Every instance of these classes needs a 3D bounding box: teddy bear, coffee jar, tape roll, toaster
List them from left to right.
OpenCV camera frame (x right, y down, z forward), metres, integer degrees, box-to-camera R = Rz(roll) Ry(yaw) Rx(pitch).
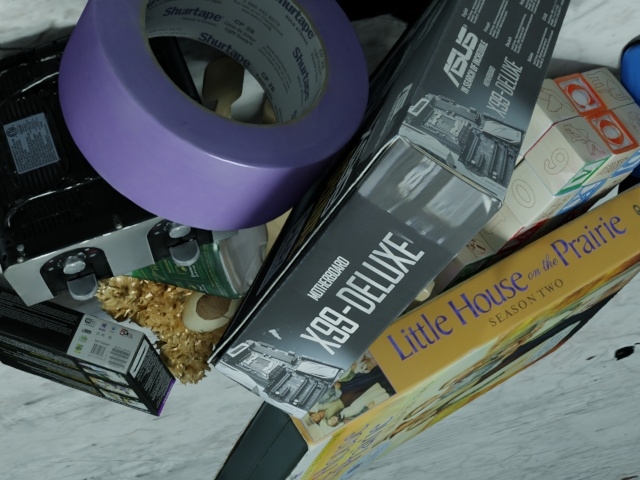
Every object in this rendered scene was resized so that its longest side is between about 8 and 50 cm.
[{"bbox_3d":[-0.163,-0.060,0.966,0.168,0.185,0.110,-20,158,-9],"label":"toaster"},{"bbox_3d":[-0.140,-0.013,1.082,0.184,0.079,0.096,9,142,21],"label":"coffee jar"},{"bbox_3d":[-0.069,-0.106,0.888,0.189,0.189,0.080,0,150,-29],"label":"tape roll"},{"bbox_3d":[-0.065,0.057,1.314,0.245,0.113,0.338,-20,154,4],"label":"teddy bear"}]

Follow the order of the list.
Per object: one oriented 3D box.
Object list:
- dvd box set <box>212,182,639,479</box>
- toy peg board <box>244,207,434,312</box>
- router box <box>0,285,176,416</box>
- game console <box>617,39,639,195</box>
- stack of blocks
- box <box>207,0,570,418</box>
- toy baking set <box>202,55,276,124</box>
[{"bbox_3d":[0.106,0.114,1.233,0.420,0.062,0.307,-27,163,-27],"label":"dvd box set"},{"bbox_3d":[0.000,0.000,1.145,0.161,0.079,0.161,37,143,-12],"label":"toy peg board"},{"bbox_3d":[-0.237,0.102,1.282,0.179,0.046,0.133,17,159,14],"label":"router box"},{"bbox_3d":[0.430,-0.080,1.214,0.293,0.173,0.250,18,-161,27],"label":"game console"},{"bbox_3d":[0.143,-0.017,1.210,0.171,0.087,0.297,-18,157,-45],"label":"stack of blocks"},{"bbox_3d":[0.058,-0.060,0.916,0.076,0.307,0.242,33,133,-6],"label":"box"},{"bbox_3d":[-0.023,-0.102,1.110,0.256,0.030,0.197,1,145,-42],"label":"toy baking set"}]
